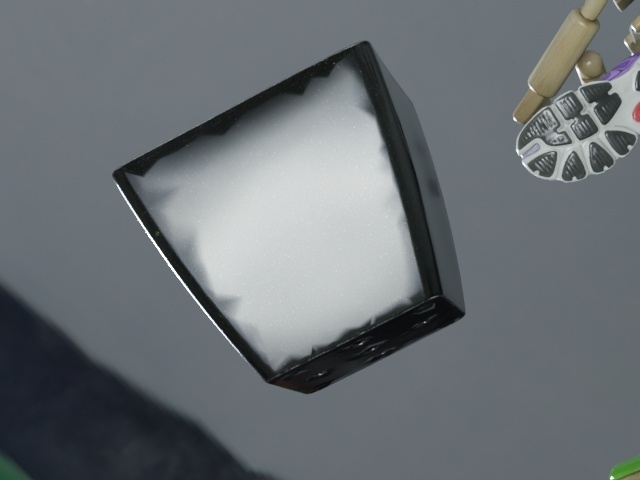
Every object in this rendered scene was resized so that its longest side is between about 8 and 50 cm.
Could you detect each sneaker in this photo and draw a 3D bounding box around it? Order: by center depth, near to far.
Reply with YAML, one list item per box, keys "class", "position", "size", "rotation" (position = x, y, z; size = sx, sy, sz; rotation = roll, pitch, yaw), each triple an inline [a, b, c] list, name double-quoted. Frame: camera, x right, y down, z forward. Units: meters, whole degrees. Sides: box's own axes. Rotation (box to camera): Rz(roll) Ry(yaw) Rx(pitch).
- class: "sneaker"
  position: [0.229, -0.101, 1.313]
  size: [0.068, 0.170, 0.071]
  rotation: [60, 173, -4]

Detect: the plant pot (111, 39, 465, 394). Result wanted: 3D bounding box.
- class: "plant pot"
  position: [0.000, 0.000, 1.125]
  size: [0.167, 0.187, 0.188]
  rotation: [64, -173, 15]

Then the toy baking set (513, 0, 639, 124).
- class: "toy baking set"
  position: [0.267, -0.163, 1.570]
  size: [0.196, 0.256, 0.030]
  rotation: [-4, -133, -47]

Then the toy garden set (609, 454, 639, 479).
- class: "toy garden set"
  position: [0.233, 0.268, 1.115]
  size: [0.204, 0.049, 0.244]
  rotation: [133, 120, -65]
